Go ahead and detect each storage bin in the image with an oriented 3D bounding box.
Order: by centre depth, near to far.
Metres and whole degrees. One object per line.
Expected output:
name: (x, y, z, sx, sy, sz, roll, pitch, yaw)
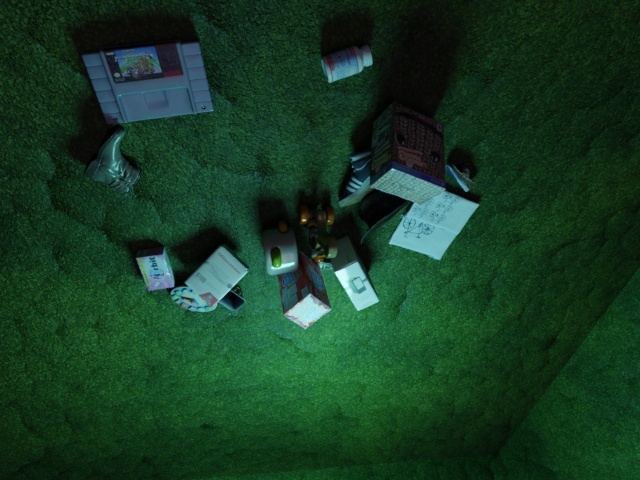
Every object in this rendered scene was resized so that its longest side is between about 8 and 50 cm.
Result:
storage bin: (-0.403, 0.231, 1.873, 0.098, 0.091, 0.135, -38, 124, 14)

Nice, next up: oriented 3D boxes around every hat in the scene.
hat: (0.243, -0.138, 1.709, 0.331, 0.331, 0.134, -43, 85, 17)

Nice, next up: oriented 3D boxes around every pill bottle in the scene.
pill bottle: (0.089, -0.601, 1.411, 0.160, 0.087, 0.087, -20, 126, 0)

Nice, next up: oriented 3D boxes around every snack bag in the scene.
snack bag: (0.509, -0.075, 1.903, 0.323, 0.037, 0.343, 17, 119, -23)

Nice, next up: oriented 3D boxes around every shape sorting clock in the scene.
shape sorting clock: (-0.563, 0.264, 1.858, 0.206, 0.040, 0.206, 7, 144, 5)

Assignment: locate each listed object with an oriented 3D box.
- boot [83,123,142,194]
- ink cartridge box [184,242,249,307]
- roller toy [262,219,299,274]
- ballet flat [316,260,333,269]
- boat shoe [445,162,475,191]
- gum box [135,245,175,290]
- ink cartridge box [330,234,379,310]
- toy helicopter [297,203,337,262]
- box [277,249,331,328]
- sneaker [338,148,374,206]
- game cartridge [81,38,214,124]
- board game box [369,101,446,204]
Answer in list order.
boot: (-0.701, -0.282, 1.470, 0.161, 0.083, 0.246, 28, 120, -35)
ink cartridge box: (-0.426, 0.142, 1.744, 0.218, 0.092, 0.158, -45, 96, 3)
roller toy: (-0.161, 0.041, 1.736, 0.146, 0.209, 0.191, -7, 150, -8)
ballet flat: (0.015, 0.110, 1.911, 0.114, 0.041, 0.041, 18, 119, -24)
boat shoe: (0.592, -0.281, 1.766, 0.066, 0.066, 0.183, -45, 132, 12)
gum box: (-0.686, 0.122, 1.750, 0.107, 0.062, 0.189, -8, 125, -7)
ink cartridge box: (0.144, 0.145, 1.870, 0.114, 0.198, 0.273, -26, 125, 7)
toy helicopter: (0.000, 0.000, 1.641, 0.140, 0.355, 0.235, 1, 107, -14)
box: (-0.078, 0.206, 1.799, 0.154, 0.300, 0.142, -40, 123, 14)
sneaker: (0.144, -0.252, 1.664, 0.099, 0.153, 0.282, -17, 167, -37)
game cartridge: (-0.545, -0.512, 1.349, 0.354, 0.068, 0.230, -10, 130, -6)
board game box: (0.317, -0.313, 1.522, 0.232, 0.291, 0.141, 15, 154, -22)
